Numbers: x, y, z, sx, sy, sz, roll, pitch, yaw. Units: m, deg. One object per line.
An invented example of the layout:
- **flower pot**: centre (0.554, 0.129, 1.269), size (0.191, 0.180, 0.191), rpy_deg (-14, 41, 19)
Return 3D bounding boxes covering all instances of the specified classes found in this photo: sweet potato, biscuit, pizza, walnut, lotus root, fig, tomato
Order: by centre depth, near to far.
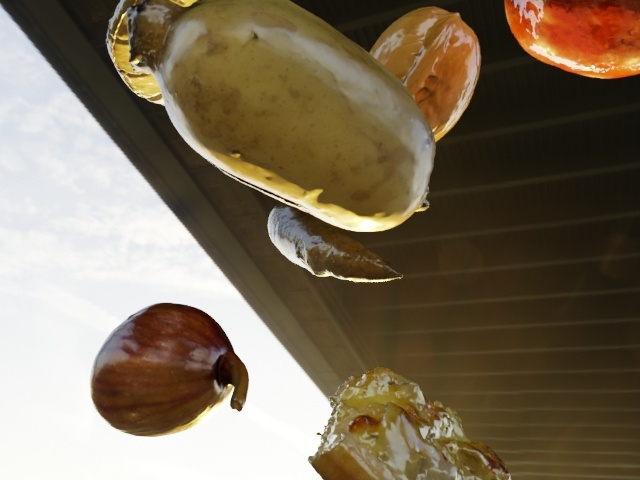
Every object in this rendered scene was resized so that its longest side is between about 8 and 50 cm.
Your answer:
- **lotus root**: centre (-0.021, -0.109, 0.451), size (0.284, 0.160, 0.146), rpy_deg (24, -81, -19)
- **pizza**: centre (0.115, 0.223, 0.562), size (0.323, 0.223, 0.089), rpy_deg (36, -77, -24)
- **tomato**: centre (0.293, -0.279, 0.568), size (0.188, 0.232, 0.232), rpy_deg (-17, -31, -23)
- **biscuit**: centre (-0.152, -0.215, 0.585), size (0.141, 0.038, 0.290), rpy_deg (-6, -17, -25)
- **fig**: centre (-0.161, 0.158, 0.676), size (0.207, 0.175, 0.175), rpy_deg (-6, -41, 15)
- **walnut**: centre (0.136, -0.226, 0.780), size (0.159, 0.159, 0.206), rpy_deg (24, -64, -16)
- **sweet potato**: centre (-0.003, 0.000, 1.058), size (0.130, 0.130, 0.423), rpy_deg (38, -4, -30)
